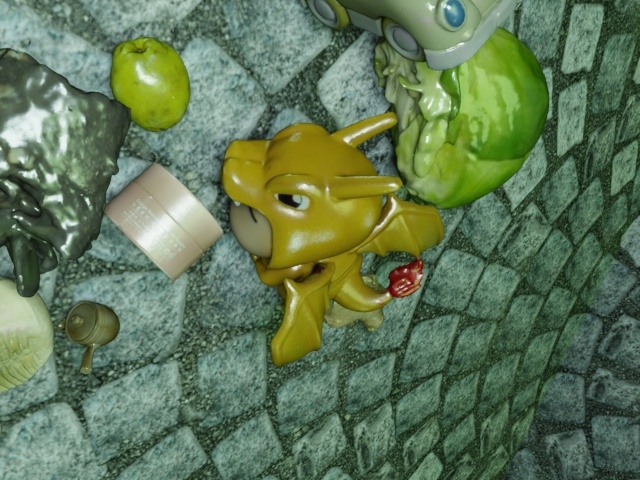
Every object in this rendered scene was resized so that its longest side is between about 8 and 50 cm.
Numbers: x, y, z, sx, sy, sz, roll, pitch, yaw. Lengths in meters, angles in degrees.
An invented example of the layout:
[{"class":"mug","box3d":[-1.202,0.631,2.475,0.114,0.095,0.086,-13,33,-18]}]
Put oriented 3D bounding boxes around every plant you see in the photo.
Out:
[{"class":"plant","box3d":[-0.361,-0.077,0.721,0.188,0.199,0.276,19,95,-39]}]

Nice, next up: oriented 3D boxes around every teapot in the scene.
[{"class":"teapot","box3d":[-0.355,0.151,0.910,0.085,0.110,0.080,-18,156,20]}]

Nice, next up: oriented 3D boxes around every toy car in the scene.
[{"class":"toy car","box3d":[0.110,-0.420,0.819,0.242,0.336,0.226,-49,147,-10]}]

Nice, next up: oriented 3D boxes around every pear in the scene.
[{"class":"pear","box3d":[-0.231,-0.213,0.819,0.107,0.107,0.131,-40,144,-18]}]

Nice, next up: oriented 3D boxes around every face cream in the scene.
[{"class":"face cream","box3d":[-0.231,-0.027,0.880,0.104,0.149,0.149,-45,134,-12]}]

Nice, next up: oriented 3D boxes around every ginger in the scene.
[{"class":"ginger","box3d":[0.088,0.135,1.302,0.213,0.074,0.137,17,109,-41]}]

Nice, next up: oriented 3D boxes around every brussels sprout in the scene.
[{"class":"brussels sprout","box3d":[0.253,-0.248,1.114,0.315,0.276,0.371,-30,123,-9]}]

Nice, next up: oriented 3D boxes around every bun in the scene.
[{"class":"bun","box3d":[-0.451,0.123,0.785,0.178,0.128,0.193,-20,148,-25]}]

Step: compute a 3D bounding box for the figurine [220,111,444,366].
[{"class":"figurine","box3d":[0.024,-0.024,1.027,0.401,0.268,0.387,-28,142,-14]}]
